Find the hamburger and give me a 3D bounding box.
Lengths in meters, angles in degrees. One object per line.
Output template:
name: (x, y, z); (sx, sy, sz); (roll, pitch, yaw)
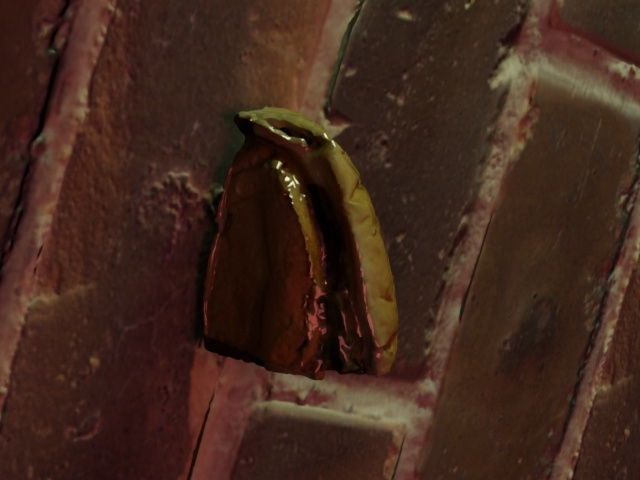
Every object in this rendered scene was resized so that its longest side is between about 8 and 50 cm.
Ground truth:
hamburger: (0.000, 0.000, 1.539); (0.135, 0.155, 0.207); (-5, 100, -49)
